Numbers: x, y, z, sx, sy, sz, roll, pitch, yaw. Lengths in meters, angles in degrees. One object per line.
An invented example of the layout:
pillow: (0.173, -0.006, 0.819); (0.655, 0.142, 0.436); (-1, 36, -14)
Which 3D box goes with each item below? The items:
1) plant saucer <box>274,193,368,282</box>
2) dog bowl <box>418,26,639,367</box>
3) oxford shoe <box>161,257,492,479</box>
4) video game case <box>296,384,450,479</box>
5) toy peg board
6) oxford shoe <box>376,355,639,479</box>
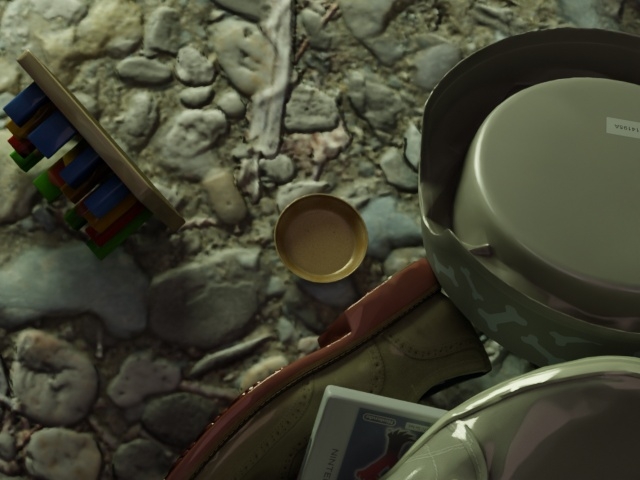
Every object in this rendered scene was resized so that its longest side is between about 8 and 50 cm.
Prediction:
plant saucer: (0.000, 0.000, 1.668); (0.083, 0.015, 0.083); (2, 71, -6)
dog bowl: (0.243, -0.027, 1.603); (0.349, 0.102, 0.348); (6, 48, -7)
oxford shoe: (-0.003, 0.161, 1.560); (0.348, 0.123, 0.130); (-39, 85, -15)
video game case: (0.077, 0.219, 1.526); (0.201, 0.023, 0.183); (13, 113, -9)
toy peg board: (-0.206, -0.061, 1.599); (0.079, 0.160, 0.161); (-42, 80, -1)
oxford shoe: (0.089, 0.240, 1.455); (0.449, 0.130, 0.169); (-29, 110, 8)
